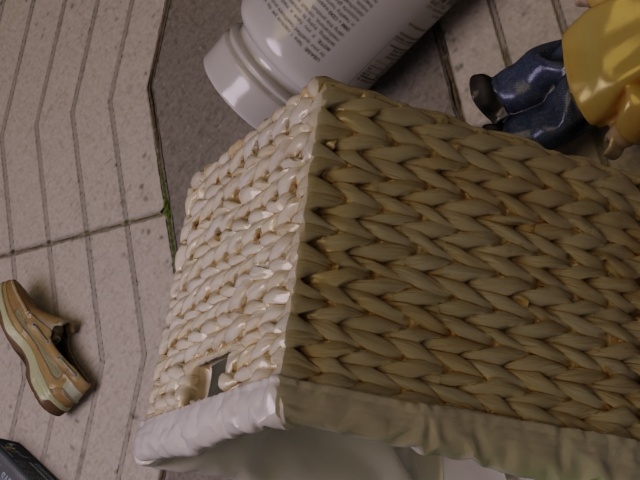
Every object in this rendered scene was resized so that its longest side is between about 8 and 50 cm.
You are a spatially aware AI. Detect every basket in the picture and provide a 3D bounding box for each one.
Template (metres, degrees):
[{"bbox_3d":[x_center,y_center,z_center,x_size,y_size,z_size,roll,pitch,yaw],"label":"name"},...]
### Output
[{"bbox_3d":[0.064,0.070,1.152,0.328,0.331,0.266,151,131,-63],"label":"basket"}]

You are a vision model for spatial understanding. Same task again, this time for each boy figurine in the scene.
[{"bbox_3d":[0.271,-0.166,1.274,0.285,0.092,0.177,-27,60,28],"label":"boy figurine"}]

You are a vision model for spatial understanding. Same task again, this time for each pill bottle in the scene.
[{"bbox_3d":[0.022,-0.240,1.450,0.283,0.160,0.160,-44,53,19],"label":"pill bottle"}]

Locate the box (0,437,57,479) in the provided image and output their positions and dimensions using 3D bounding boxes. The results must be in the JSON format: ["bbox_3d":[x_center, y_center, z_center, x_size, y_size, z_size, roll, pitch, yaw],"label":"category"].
[{"bbox_3d":[-0.349,0.356,1.615,0.233,0.059,0.183,31,96,41],"label":"box"}]

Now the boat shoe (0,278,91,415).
[{"bbox_3d":[-0.321,0.114,1.679,0.072,0.068,0.190,-37,65,9],"label":"boat shoe"}]
